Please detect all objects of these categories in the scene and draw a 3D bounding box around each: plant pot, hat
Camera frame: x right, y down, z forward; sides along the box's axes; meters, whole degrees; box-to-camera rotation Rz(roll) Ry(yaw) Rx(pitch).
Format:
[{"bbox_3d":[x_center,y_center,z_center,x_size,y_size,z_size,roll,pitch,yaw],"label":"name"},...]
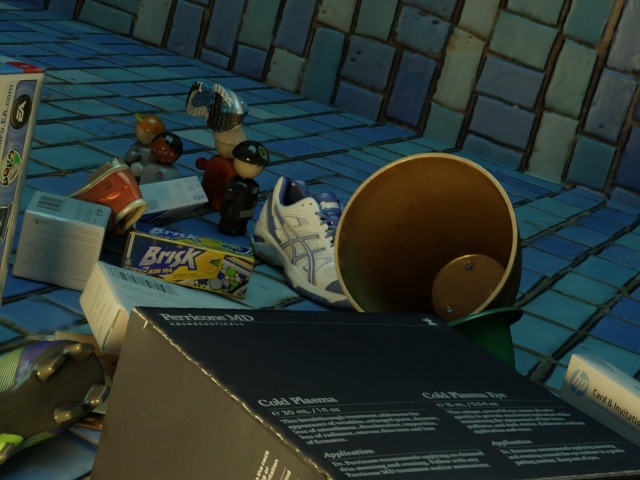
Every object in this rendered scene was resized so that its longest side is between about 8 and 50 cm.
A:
[{"bbox_3d":[0.169,0.038,1.726,0.237,0.237,0.254,22,-8,25],"label":"plant pot"},{"bbox_3d":[0.197,0.191,1.550,0.208,0.184,0.173,-25,-16,23],"label":"hat"}]

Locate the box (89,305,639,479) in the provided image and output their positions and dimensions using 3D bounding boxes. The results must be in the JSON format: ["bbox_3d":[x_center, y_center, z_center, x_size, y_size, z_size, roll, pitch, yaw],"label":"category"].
[{"bbox_3d":[0.041,0.196,1.066,0.343,0.179,0.312,4,19,-37],"label":"box"}]

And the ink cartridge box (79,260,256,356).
[{"bbox_3d":[-0.096,0.125,1.353,0.275,0.060,0.239,19,14,-27],"label":"ink cartridge box"}]

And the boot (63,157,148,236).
[{"bbox_3d":[-0.297,-0.027,1.683,0.085,0.158,0.059,53,7,17],"label":"boot"}]

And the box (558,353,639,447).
[{"bbox_3d":[0.262,0.218,1.193,0.038,0.186,0.145,6,18,-33],"label":"box"}]

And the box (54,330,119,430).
[{"bbox_3d":[-0.190,0.148,1.324,0.164,0.021,0.201,12,16,-14],"label":"box"}]

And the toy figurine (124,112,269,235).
[{"bbox_3d":[-0.198,-0.114,2.039,0.209,0.148,0.213,11,15,-18],"label":"toy figurine"}]

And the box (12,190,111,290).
[{"bbox_3d":[-0.319,0.000,1.609,0.102,0.087,0.101,14,15,-8],"label":"box"}]

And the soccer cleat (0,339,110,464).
[{"bbox_3d":[-0.304,0.156,1.095,0.121,0.093,0.289,-18,1,36],"label":"soccer cleat"}]

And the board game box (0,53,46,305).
[{"bbox_3d":[-0.387,-0.012,1.146,0.086,0.308,0.302,19,14,18],"label":"board game box"}]

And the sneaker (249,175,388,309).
[{"bbox_3d":[0.000,0.000,1.857,0.112,0.131,0.296,5,19,-41],"label":"sneaker"}]

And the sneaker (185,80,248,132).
[{"bbox_3d":[-0.144,-0.210,2.047,0.083,0.071,0.190,9,13,-25],"label":"sneaker"}]

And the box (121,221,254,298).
[{"bbox_3d":[-0.176,0.025,1.719,0.168,0.059,0.054,13,15,-11],"label":"box"}]

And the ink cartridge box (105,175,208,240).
[{"bbox_3d":[-0.252,-0.043,1.823,0.097,0.046,0.207,-27,-4,26],"label":"ink cartridge box"}]
